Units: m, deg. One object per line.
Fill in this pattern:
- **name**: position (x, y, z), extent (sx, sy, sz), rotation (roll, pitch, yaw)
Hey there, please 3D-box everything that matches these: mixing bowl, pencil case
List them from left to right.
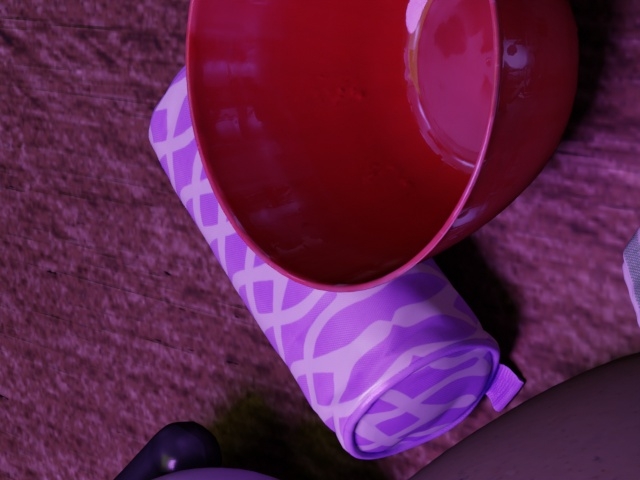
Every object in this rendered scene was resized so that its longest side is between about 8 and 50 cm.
- **pencil case**: position (0.000, 0.000, 0.854), extent (0.086, 0.088, 0.206), rotation (-53, 56, 36)
- **mixing bowl**: position (0.038, -0.073, 0.769), extent (0.181, 0.098, 0.181), rotation (6, 97, 49)

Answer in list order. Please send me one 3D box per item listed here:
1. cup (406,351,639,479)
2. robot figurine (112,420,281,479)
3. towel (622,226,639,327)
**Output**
- **cup**: position (0.079, 0.223, 0.682), extent (0.331, 0.237, 0.331), rotation (18, 113, 50)
- **robot figurine**: position (-0.076, 0.222, 0.924), extent (0.209, 0.173, 0.278), rotation (49, 143, 9)
- **towel**: position (0.146, -0.024, 0.662), extent (0.113, 0.023, 0.152), rotation (-93, 20, -57)
